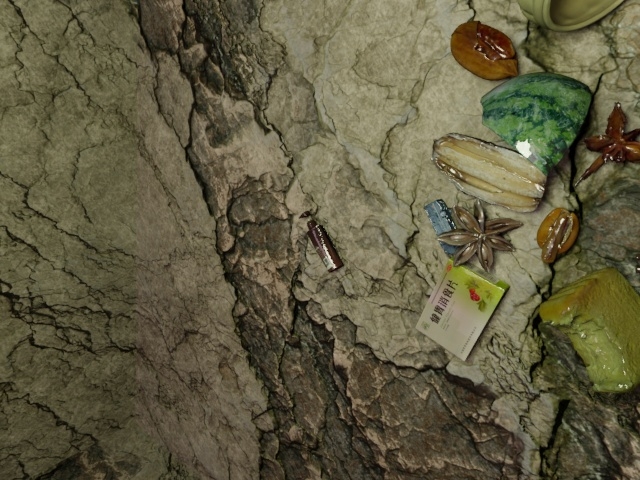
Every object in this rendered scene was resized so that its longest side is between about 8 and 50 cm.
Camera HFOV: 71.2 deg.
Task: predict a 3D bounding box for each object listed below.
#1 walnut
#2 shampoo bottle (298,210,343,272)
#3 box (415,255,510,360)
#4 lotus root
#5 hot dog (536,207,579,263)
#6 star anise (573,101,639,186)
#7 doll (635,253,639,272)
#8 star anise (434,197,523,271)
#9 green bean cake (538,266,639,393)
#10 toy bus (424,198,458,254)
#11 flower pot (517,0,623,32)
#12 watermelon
[{"bbox_3d":[0.419,-0.480,1.139,0.207,0.116,0.116,48,124,20],"label":"walnut"},{"bbox_3d":[0.000,0.001,1.587,0.068,0.067,0.236,-32,78,18],"label":"shampoo bottle"},{"bbox_3d":[0.412,0.199,1.317,0.175,0.062,0.260,32,118,28],"label":"box"},{"bbox_3d":[0.448,-0.194,1.197,0.329,0.078,0.167,35,134,31],"label":"lotus root"},{"bbox_3d":[0.596,-0.012,1.134,0.090,0.060,0.140,38,124,30],"label":"hot dog"},{"bbox_3d":[0.669,-0.208,1.048,0.140,0.144,0.158,-36,82,-9],"label":"star anise"},{"bbox_3d":[0.804,0.046,0.993,0.165,0.057,0.139,27,113,21],"label":"doll"},{"bbox_3d":[0.424,-0.005,1.221,0.212,0.073,0.197,28,107,-3],"label":"star anise"},{"bbox_3d":[0.649,0.207,1.036,0.236,0.233,0.124,58,155,12],"label":"green bean cake"},{"bbox_3d":[0.366,-0.039,1.312,0.065,0.047,0.166,-29,81,40],"label":"toy bus"},{"bbox_3d":[0.523,-0.628,0.927,0.307,0.307,0.244,-46,58,34],"label":"flower pot"},{"bbox_3d":[0.506,-0.307,1.088,0.260,0.256,0.176,43,166,14],"label":"watermelon"}]
